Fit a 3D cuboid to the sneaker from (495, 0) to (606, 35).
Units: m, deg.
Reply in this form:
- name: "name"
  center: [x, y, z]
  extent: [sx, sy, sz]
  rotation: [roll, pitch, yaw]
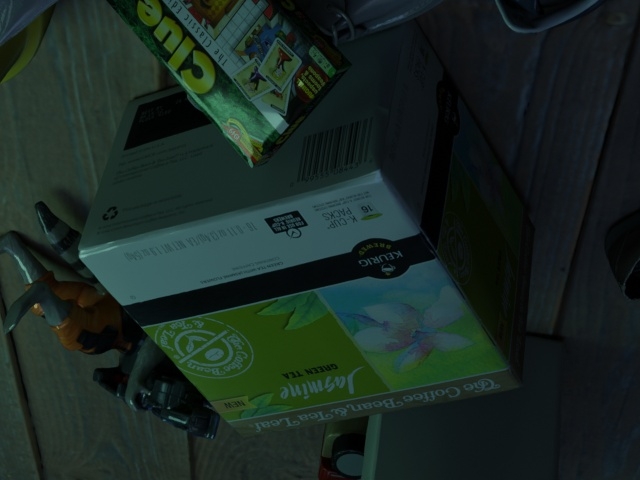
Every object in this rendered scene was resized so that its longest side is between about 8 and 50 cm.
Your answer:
- name: "sneaker"
  center: [0.108, -0.242, 1.186]
  extent: [0.282, 0.153, 0.099]
  rotation: [4, 131, 9]

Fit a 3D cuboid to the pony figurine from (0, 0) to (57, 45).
- name: "pony figurine"
  center: [-0.211, -0.342, 1.049]
  extent: [0.351, 0.302, 0.363]
  rotation: [-28, 153, 4]

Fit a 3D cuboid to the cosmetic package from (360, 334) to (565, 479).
- name: "cosmetic package"
  center: [0.152, 0.286, 1.681]
  extent: [0.217, 0.385, 0.156]
  rotation: [12, 141, 0]

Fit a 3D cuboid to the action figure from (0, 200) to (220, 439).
- name: "action figure"
  center: [-0.200, 0.102, 1.675]
  extent: [0.330, 0.178, 0.341]
  rotation: [25, 175, -30]

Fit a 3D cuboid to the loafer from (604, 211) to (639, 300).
- name: "loafer"
  center: [0.390, -0.010, 1.495]
  extent: [0.094, 0.087, 0.251]
  rotation: [26, 139, -21]

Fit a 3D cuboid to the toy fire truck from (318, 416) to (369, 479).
- name: "toy fire truck"
  center: [0.103, 0.302, 1.927]
  extent: [0.217, 0.158, 0.246]
  rotation: [9, 132, -2]

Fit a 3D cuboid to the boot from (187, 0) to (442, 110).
- name: "boot"
  center: [0.000, -0.181, 1.324]
  extent: [0.258, 0.123, 0.095]
  rotation: [-15, 137, 27]

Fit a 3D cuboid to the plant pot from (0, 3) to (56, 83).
- name: "plant pot"
  center: [-0.373, -0.187, 1.299]
  extent: [0.254, 0.239, 0.254]
  rotation: [5, 142, 4]

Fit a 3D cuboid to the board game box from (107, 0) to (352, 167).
- name: "board game box"
  center: [-0.100, -0.199, 1.270]
  extent: [0.259, 0.030, 0.136]
  rotation: [48, 130, 7]

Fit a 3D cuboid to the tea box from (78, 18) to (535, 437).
- name: "tea box"
  center: [0.000, 0.000, 1.469]
  extent: [0.329, 0.220, 0.323]
  rotation: [-14, 134, 27]
